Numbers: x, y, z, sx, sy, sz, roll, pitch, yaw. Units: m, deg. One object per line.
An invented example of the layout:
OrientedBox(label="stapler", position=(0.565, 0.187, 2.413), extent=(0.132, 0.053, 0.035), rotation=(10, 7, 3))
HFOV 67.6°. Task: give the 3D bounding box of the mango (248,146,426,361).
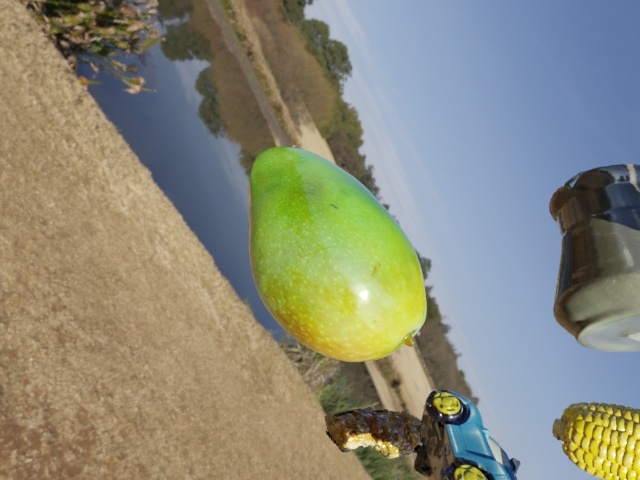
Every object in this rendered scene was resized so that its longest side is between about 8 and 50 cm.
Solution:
OrientedBox(label="mango", position=(0.000, 0.000, 0.681), extent=(0.381, 0.226, 0.201), rotation=(60, -33, 33))

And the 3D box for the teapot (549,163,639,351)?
OrientedBox(label="teapot", position=(0.683, 0.044, 1.051), extent=(0.306, 0.376, 0.361), rotation=(-39, -141, 51))

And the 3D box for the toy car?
OrientedBox(label="toy car", position=(0.271, 0.420, 0.877), extent=(0.314, 0.166, 0.198), rotation=(-91, -173, -63))

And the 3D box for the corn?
OrientedBox(label="corn", position=(0.296, 0.177, 0.378), extent=(0.067, 0.207, 0.067), rotation=(-3, 94, -52))

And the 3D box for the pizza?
OrientedBox(label="pizza", position=(0.146, 0.505, 1.292), extent=(0.161, 0.306, 0.085), rotation=(-31, 117, -62))
